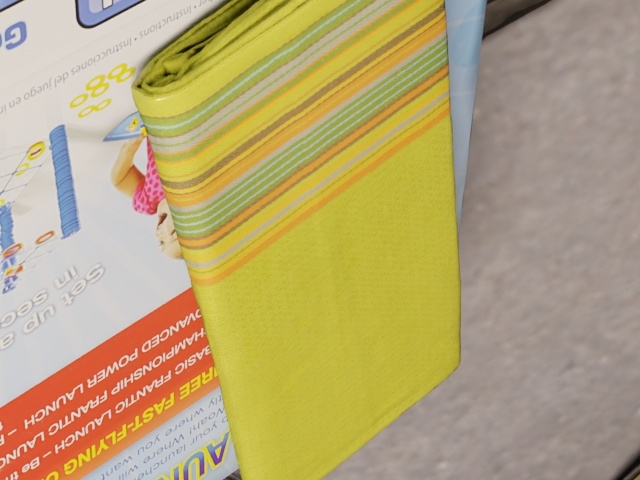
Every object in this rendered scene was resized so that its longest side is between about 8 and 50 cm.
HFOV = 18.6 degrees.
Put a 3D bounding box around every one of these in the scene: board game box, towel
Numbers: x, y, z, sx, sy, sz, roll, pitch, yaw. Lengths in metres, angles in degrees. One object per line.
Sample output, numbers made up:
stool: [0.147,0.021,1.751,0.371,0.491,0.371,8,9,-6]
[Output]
board game box: [-0.082,-0.026,0.590,0.308,0.086,0.302,-33,145,-30]
towel: [0.000,0.000,0.627,0.102,0.021,0.237,-35,147,-18]

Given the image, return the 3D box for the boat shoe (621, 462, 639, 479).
boat shoe: [0.127,0.187,0.964,0.073,0.080,0.223,26,111,-29]

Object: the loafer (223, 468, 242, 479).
loafer: [-0.154,0.090,0.767,0.303,0.095,0.109,4,93,-20]
